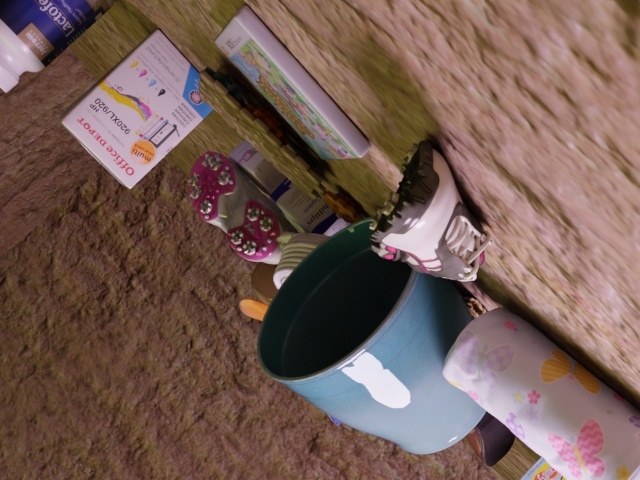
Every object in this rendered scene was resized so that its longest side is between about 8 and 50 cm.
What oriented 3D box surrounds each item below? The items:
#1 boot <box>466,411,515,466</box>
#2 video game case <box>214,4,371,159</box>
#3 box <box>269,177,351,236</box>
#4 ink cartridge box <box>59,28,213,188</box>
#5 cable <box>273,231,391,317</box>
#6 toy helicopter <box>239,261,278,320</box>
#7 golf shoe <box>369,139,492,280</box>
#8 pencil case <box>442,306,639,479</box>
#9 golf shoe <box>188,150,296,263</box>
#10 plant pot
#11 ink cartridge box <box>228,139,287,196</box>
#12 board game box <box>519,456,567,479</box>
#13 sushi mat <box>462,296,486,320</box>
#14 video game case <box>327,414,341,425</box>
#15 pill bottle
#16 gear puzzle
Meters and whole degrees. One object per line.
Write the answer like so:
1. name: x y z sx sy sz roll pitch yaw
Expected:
1. boot: 0.291 0.355 2.043 0.280 0.096 0.264 40 172 46
2. video game case: -0.039 -0.181 1.108 0.212 0.023 0.193 47 174 -12
3. box: -0.003 -0.034 1.573 0.137 0.072 0.126 40 172 34
4. ink cartridge box: -0.326 -0.234 1.651 0.171 0.233 0.168 47 174 -17
5. cable: 0.048 0.081 1.477 0.257 0.089 0.257 35 163 -17
6. toy helicopter: 0.013 0.097 1.691 0.355 0.235 0.140 16 137 37
7. golf shoe: 0.118 -0.020 0.901 0.120 0.105 0.273 28 177 8
8. pencil case: 0.268 0.196 1.067 0.113 0.124 0.273 -13 -139 -43
9. golf shoe: -0.141 -0.051 1.715 0.140 0.115 0.306 27 -161 -50
10. plant pot: 0.098 0.149 1.251 0.255 0.272 0.271 45 174 -26
11. ink cartridge box: -0.109 -0.132 1.725 0.088 0.052 0.122 49 174 -32
12. board game box: 0.514 0.577 1.811 0.275 0.142 0.144 39 171 42
13. sushi mat: 0.229 0.135 1.404 0.151 0.019 0.316 47 173 -6
14. video game case: 0.058 0.280 2.263 0.244 0.269 0.061 39 169 42
15. pill bottle: -0.517 -0.402 1.661 0.153 0.265 0.153 44 174 6
16. gear puzzle: -0.050 -0.138 1.395 0.339 0.044 0.175 43 172 -3
